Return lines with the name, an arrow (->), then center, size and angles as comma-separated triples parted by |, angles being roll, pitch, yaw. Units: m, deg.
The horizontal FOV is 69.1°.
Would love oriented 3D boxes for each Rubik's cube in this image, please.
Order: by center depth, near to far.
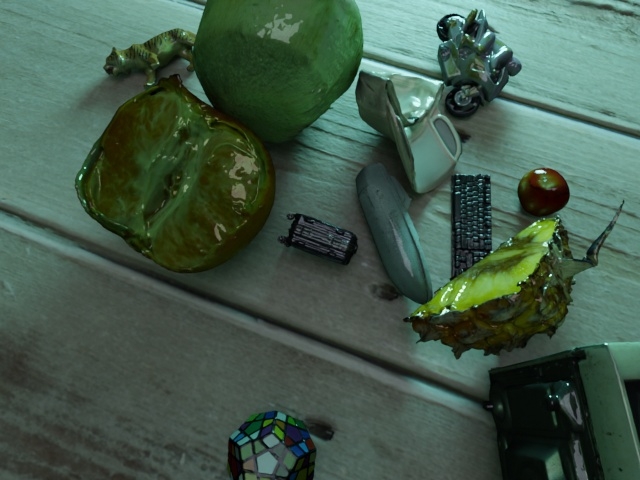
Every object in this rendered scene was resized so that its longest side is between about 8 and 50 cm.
Rubik's cube -> -0.070, 0.312, 0.665 | 0.133, 0.133, 0.112 | 4, 44, 2

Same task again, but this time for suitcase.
suitcase -> 0.000, 0.000, 0.789 | 0.126, 0.086, 0.059 | 20, 87, 8

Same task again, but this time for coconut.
coconut -> -0.065, -0.344, 0.799 | 0.281, 0.328, 0.328 | 15, 71, 2

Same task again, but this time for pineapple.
pineapple -> 0.317, 0.090, 0.703 | 0.334, 0.158, 0.161 | -31, 94, -19

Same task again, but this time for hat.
hat -> 0.149, -0.202, 0.853 | 0.164, 0.219, 0.226 | 8, 106, 41

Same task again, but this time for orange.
orange -> -0.230, -0.094, 0.764 | 0.335, 0.196, 0.262 | 28, 78, 9

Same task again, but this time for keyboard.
keyboard -> 0.268, -0.017, 0.823 | 0.072, 0.023, 0.231 | 4, 71, 5

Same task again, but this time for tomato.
tomato -> 0.394, -0.088, 0.819 | 0.087, 0.075, 0.087 | -1, 68, 4

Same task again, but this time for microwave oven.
microwave oven -> 0.365, 0.330, 0.534 | 0.247, 0.333, 0.394 | -1, 69, -3

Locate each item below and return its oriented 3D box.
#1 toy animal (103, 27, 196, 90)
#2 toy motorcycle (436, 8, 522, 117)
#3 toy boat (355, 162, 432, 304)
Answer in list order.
toy animal -> -0.319, -0.380, 0.943 | 0.241, 0.057, 0.099 | -28, 72, -8
toy motorcycle -> 0.312, -0.352, 0.913 | 0.152, 0.073, 0.225 | -6, 79, 8
toy boat -> 0.134, -0.013, 0.798 | 0.085, 0.078, 0.260 | -8, 67, -27
